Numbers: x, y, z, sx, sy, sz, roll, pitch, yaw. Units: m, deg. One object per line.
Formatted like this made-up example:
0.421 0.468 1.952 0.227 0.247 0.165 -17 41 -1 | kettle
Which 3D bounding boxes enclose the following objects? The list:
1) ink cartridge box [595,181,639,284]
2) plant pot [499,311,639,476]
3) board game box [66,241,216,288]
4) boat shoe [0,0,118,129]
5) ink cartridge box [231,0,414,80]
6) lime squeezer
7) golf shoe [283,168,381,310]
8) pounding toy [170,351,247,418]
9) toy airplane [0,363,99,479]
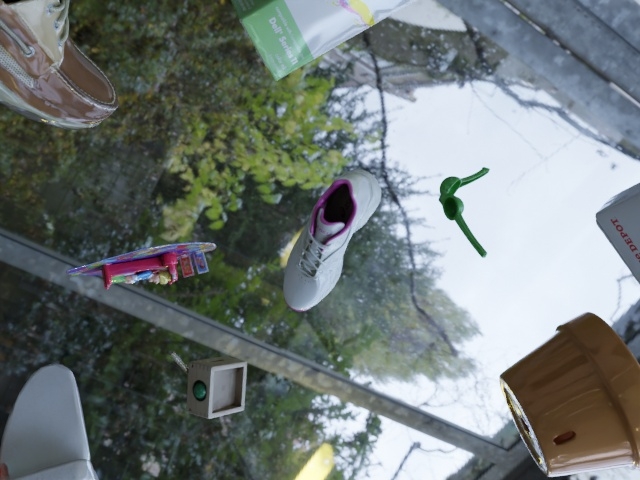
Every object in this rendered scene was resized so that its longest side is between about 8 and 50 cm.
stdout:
0.540 -0.033 0.926 0.092 0.160 0.219 -33 179 -41 | ink cartridge box
0.469 0.306 1.202 0.203 0.291 0.291 -24 -152 2 | plant pot
-0.201 0.037 0.740 0.168 0.133 0.033 -15 -97 21 | board game box
-0.307 -0.222 0.638 0.119 0.324 0.123 -29 -117 13 | boat shoe
0.039 -0.416 0.991 0.353 0.119 0.207 -28 -138 6 | ink cartridge box
0.304 -0.077 1.392 0.059 0.109 0.310 -52 -167 39 | lime squeezer
0.000 0.000 1.228 0.306 0.115 0.140 -64 165 11 | golf shoe
-0.246 0.308 1.411 0.100 0.141 0.130 4 -90 37 | pounding toy
-0.346 0.231 0.462 0.272 0.384 0.386 -45 -168 41 | toy airplane
